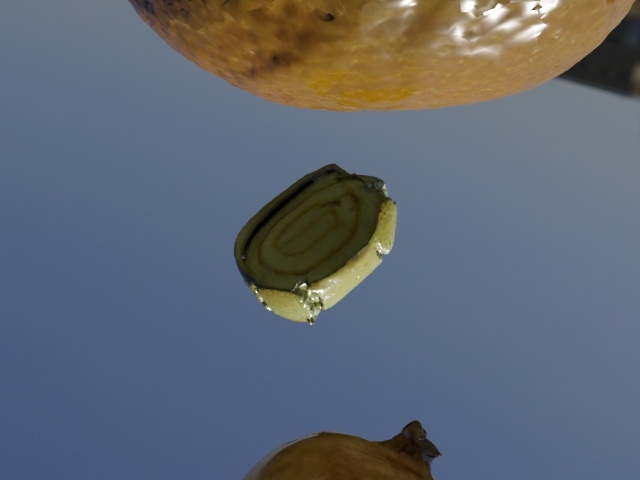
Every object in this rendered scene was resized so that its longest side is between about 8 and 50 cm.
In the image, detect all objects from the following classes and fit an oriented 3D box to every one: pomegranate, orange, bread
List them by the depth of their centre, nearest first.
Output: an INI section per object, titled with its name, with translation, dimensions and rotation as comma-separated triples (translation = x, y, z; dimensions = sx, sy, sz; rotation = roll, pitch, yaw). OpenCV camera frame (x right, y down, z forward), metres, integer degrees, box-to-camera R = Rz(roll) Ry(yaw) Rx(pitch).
[orange]
translation = 0.028, -0.215, 0.907
dimensions = 0.322, 0.322, 0.357
rotation = 11, -169, -18
[pomegranate]
translation = 0.026, 0.213, 1.213
dimensions = 0.196, 0.196, 0.196
rotation = 14, -170, -3
[bread]
translation = 0.000, 0.000, 1.576
dimensions = 0.117, 0.156, 0.064
rotation = 52, 179, 38
